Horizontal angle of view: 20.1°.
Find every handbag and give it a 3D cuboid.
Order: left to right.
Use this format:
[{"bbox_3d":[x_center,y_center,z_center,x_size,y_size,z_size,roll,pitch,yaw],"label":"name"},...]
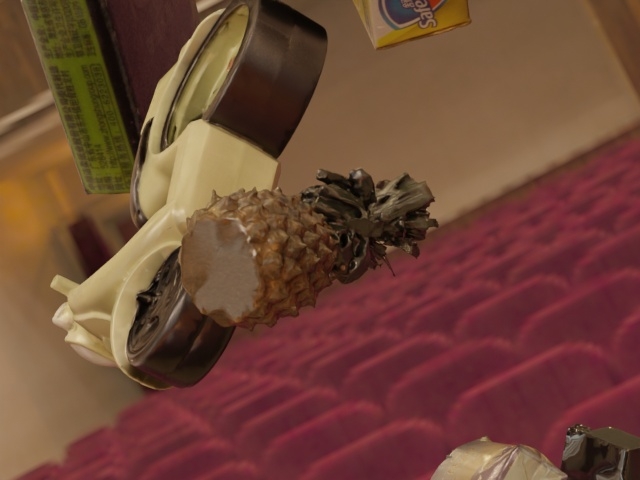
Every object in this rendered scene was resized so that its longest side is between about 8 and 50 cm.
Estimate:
[{"bbox_3d":[0.154,0.237,1.611,0.117,0.095,0.173,-56,7,-7],"label":"handbag"}]

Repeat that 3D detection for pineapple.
[{"bbox_3d":[0.000,0.000,0.932,0.074,0.074,0.159,-28,-8,42],"label":"pineapple"}]

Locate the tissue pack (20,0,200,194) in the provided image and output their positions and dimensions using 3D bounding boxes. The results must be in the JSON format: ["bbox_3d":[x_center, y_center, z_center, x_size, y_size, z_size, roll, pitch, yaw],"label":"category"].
[{"bbox_3d":[-0.246,-0.288,2.100,0.124,0.394,0.288,-3,36,15],"label":"tissue pack"}]

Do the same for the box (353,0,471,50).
[{"bbox_3d":[0.057,-0.322,1.630,0.097,0.168,0.265,-18,-35,-4],"label":"box"}]

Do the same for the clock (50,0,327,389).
[{"bbox_3d":[-0.108,-0.026,1.480,0.276,0.120,0.379,-36,29,53],"label":"clock"}]

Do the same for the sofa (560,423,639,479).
[{"bbox_3d":[0.283,0.262,1.801,0.060,0.147,0.085,-1,12,-44],"label":"sofa"}]
